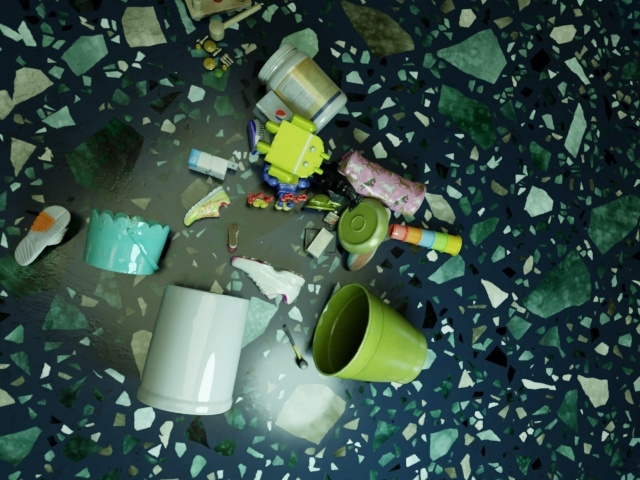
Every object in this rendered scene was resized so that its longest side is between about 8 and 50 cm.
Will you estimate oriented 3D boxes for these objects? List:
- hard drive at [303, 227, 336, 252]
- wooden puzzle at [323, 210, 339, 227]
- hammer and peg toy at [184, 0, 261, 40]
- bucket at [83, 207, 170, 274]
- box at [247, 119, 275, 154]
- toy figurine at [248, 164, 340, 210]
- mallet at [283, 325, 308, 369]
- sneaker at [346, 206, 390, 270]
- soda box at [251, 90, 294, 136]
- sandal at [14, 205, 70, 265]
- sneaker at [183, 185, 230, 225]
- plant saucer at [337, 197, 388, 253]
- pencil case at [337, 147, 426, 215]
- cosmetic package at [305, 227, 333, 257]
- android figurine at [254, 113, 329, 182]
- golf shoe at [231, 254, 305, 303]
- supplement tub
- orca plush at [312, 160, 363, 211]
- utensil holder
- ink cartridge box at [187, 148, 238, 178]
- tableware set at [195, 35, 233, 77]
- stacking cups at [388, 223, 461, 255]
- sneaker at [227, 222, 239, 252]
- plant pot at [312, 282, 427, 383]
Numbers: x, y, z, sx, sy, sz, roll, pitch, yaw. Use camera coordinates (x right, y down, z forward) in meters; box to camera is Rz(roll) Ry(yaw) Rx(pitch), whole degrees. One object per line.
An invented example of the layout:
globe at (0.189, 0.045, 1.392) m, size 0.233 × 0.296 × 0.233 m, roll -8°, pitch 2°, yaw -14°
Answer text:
hard drive at (0.000, 0.000, 1.828) m, size 0.135 × 0.022 × 0.094 m, roll 5°, pitch 85°, yaw -14°
wooden puzzle at (0.046, -0.092, 1.832) m, size 0.049 × 0.006 × 0.083 m, roll 32°, pitch 117°, yaw -18°
hammer and peg toy at (-0.411, -0.980, 1.737) m, size 0.266 × 0.127 × 0.361 m, roll -23°, pitch 92°, yaw -17°
bucket at (-0.680, 0.004, 1.528) m, size 0.281 × 0.281 × 0.183 m, roll 14°, pitch 92°, yaw -13°
box at (-0.220, -0.423, 1.775) m, size 0.137 × 0.072 × 0.126 m, roll -8°, pitch 88°, yaw -15°
toy figurine at (-0.100, -0.244, 1.742) m, size 0.362 × 0.191 × 0.217 m, roll 4°, pitch 80°, yaw -15°
mallet at (-0.105, 0.435, 1.769) m, size 0.039 × 0.062 × 0.190 m, roll -24°, pitch 78°, yaw -16°
sneaker at (0.181, -0.020, 1.845) m, size 0.108 × 0.121 × 0.302 m, roll 21°, pitch 99°, yaw -48°
soda box at (-0.133, -0.441, 1.712) m, size 0.286 × 0.098 × 0.091 m, roll 45°, pitch 75°, yaw -12°
sandal at (-0.981, -0.020, 1.554) m, size 0.265 × 0.076 × 0.102 m, roll -44°, pitch 83°, yaw 7°
sneaker at (-0.439, -0.119, 1.693) m, size 0.208 × 0.081 × 0.094 m, roll -42°, pitch 99°, yaw -14°
plant saucer at (0.161, -0.064, 1.780) m, size 0.037 × 0.241 × 0.241 m, roll 22°, pitch 78°, yaw -52°
pencil case at (0.257, -0.243, 1.845) m, size 0.386 × 0.160 × 0.167 m, roll 26°, pitch 99°, yaw -11°
cosmetic package at (-0.004, 0.010, 1.793) m, size 0.060 × 0.041 × 0.115 m, roll 39°, pitch 78°, yaw -9°
android figurine at (-0.101, -0.343, 1.645) m, size 0.273 × 0.056 × 0.248 m, roll 26°, pitch 93°, yaw -10°
golf shoe at (-0.217, 0.153, 1.718) m, size 0.306 × 0.115 × 0.140 m, roll 22°, pitch 84°, yaw -11°
supplement tub at (-0.073, -0.601, 1.746) m, size 0.316 × 0.228 × 0.228 m, roll 45°, pitch 77°, yaw -7°
orca plush at (0.036, -0.221, 1.742) m, size 0.102 × 0.151 × 0.287 m, roll -11°, pitch 57°, yaw -40°
utensil holder at (-0.433, 0.371, 1.537) m, size 0.327 × 0.327 × 0.385 m, roll 14°, pitch 81°, yaw -13°
ink cartridge box at (-0.419, -0.290, 1.697) m, size 0.180 × 0.104 × 0.060 m, roll 18°, pitch 82°, yaw -12°
tableware set at (-0.440, -0.743, 1.767) m, size 0.154 × 0.024 × 0.104 m, roll 43°, pitch 80°, yaw -9°
stacking cups at (0.458, -0.014, 1.925) m, size 0.316 × 0.096 × 0.096 m, roll 13°, pitch 83°, yaw -9°
sneaker at (-0.349, -0.009, 1.734) m, size 0.042 × 0.067 × 0.118 m, roll 7°, pitch 54°, yaw -12°
plant pot at (0.214, 0.403, 1.714) m, size 0.353 × 0.366 × 0.366 m, roll 27°, pitch 80°, yaw -23°
